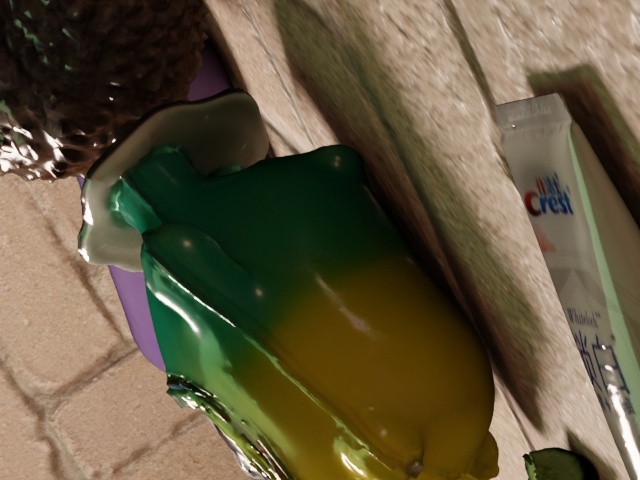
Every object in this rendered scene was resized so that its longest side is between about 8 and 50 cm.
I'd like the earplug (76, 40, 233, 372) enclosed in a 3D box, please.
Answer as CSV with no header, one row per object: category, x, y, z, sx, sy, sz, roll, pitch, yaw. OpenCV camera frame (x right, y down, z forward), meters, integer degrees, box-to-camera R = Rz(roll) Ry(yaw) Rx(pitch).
earplug,-0.145,-0.052,1.704,0.215,0.215,0.456,53,167,33

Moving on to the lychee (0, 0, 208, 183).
lychee,-0.225,-0.198,1.358,0.300,0.300,0.300,57,172,12

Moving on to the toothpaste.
toothpaste,0.161,0.081,0.748,0.323,0.066,0.100,64,172,-5

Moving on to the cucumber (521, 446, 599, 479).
cucumber,0.179,0.204,1.183,0.070,0.046,0.220,55,171,35

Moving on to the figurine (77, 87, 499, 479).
figurine,-0.011,0.057,1.224,0.340,0.231,0.323,46,-167,23
